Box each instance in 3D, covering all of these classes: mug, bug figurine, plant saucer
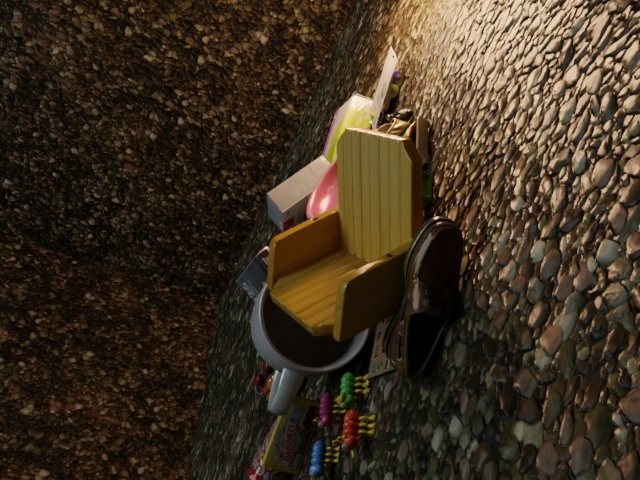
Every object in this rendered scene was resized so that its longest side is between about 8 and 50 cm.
[{"bbox_3d":[-0.124,0.591,1.866,0.169,0.113,0.150,-66,15,6],"label":"mug"},{"bbox_3d":[-0.058,0.260,1.687,0.328,0.276,0.373,129,159,-69],"label":"mug"},{"bbox_3d":[0.037,0.425,1.520,0.279,0.072,0.216,123,161,-46],"label":"bug figurine"},{"bbox_3d":[0.094,-0.169,1.916,0.332,0.084,0.332,-45,21,22],"label":"plant saucer"}]

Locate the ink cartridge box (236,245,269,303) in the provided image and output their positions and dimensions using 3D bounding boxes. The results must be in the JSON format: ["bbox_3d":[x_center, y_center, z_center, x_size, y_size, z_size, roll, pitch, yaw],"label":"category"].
[{"bbox_3d":[-0.131,0.203,2.057,0.072,0.303,0.307,-39,-5,-35],"label":"ink cartridge box"}]

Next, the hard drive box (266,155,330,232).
[{"bbox_3d":[-0.061,-0.152,2.202,0.232,0.089,0.181,-36,-15,-14],"label":"hard drive box"}]

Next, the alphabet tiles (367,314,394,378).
[{"bbox_3d":[0.169,0.176,1.458,0.198,0.009,0.237,136,152,-61],"label":"alphabet tiles"}]

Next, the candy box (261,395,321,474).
[{"bbox_3d":[-0.075,0.518,1.769,0.027,0.105,0.205,-145,74,-76],"label":"candy box"}]

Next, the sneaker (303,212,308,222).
[{"bbox_3d":[0.000,0.000,2.193,0.098,0.083,0.223,-172,76,-66],"label":"sneaker"}]

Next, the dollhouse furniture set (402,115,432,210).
[{"bbox_3d":[0.166,-0.171,1.646,0.197,0.151,0.301,124,160,-47],"label":"dollhouse furniture set"}]

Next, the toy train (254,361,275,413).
[{"bbox_3d":[-0.160,0.507,2.171,0.143,0.105,0.248,-102,31,-41],"label":"toy train"}]

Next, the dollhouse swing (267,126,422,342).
[{"bbox_3d":[0.033,-0.033,1.375,0.347,0.315,0.304,30,142,58],"label":"dollhouse swing"}]

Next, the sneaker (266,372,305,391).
[{"bbox_3d":[-0.073,0.400,2.008,0.083,0.084,0.214,46,112,31],"label":"sneaker"}]

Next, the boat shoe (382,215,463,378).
[{"bbox_3d":[0.206,0.112,1.228,0.104,0.111,0.307,-120,40,-68],"label":"boat shoe"}]

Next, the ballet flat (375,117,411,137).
[{"bbox_3d":[0.163,-0.255,1.748,0.232,0.073,0.080,-44,-15,-43],"label":"ballet flat"}]

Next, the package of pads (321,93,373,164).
[{"bbox_3d":[0.087,-0.344,2.311,0.229,0.101,0.296,163,124,-74],"label":"package of pads"}]

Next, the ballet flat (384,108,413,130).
[{"bbox_3d":[0.225,-0.345,1.913,0.057,0.049,0.173,65,171,-9],"label":"ballet flat"}]

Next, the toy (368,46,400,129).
[{"bbox_3d":[0.213,-0.471,2.083,0.136,0.056,0.237,-97,24,-54],"label":"toy"}]
